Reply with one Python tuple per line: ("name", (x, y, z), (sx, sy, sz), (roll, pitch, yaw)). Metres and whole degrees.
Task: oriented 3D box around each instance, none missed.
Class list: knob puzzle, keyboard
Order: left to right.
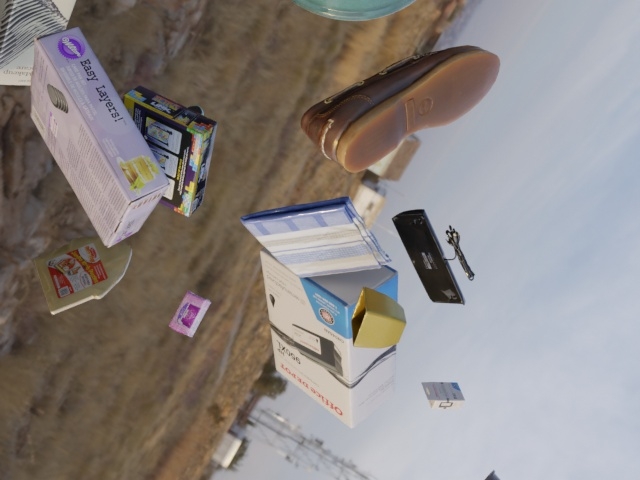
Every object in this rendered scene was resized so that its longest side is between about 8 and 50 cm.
("knob puzzle", (-0.489, 0.062, 1.437), (0.030, 0.213, 0.213), (83, 29, -45))
("keyboard", (0.330, 0.048, 1.871), (0.201, 0.317, 0.033), (-1, -144, 47))

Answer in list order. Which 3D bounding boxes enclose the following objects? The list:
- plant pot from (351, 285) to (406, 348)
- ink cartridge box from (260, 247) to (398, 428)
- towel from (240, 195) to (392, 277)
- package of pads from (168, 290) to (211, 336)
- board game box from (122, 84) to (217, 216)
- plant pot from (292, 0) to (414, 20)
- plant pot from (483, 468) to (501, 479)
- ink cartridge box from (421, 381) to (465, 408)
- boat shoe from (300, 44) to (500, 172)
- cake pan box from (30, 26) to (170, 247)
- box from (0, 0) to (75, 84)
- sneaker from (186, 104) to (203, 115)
("plant pot", (0.106, 0.144, 1.212), (0.082, 0.083, 0.081), (-90, -165, -61))
("ink cartridge box", (0.024, 0.198, 1.588), (0.166, 0.285, 0.395), (-32, 135, -32))
("towel", (0.000, 0.000, 1.275), (0.285, 0.209, 0.034), (49, 36, -59))
("package of pads", (-0.260, 0.147, 1.357), (0.083, 0.050, 0.032), (-63, 161, -13))
("board game box", (-0.246, -0.138, 1.074), (0.048, 0.141, 0.170), (-55, 170, -48))
("plant pot", (0.060, -0.592, 1.083), (0.341, 0.341, 0.334), (-59, 173, -12))
("plant pot", (0.353, 0.572, 1.340), (0.167, 0.165, 0.167), (-41, 157, -22))
("ink cartridge box", (0.242, 0.312, 1.369), (0.048, 0.083, 0.028), (-107, -152, -50))
("boat shoe", (0.077, -0.137, 0.632), (0.206, 0.073, 0.073), (-28, 140, -27))
("cake pan box", (-0.328, -0.132, 0.979), (0.070, 0.246, 0.267), (-28, 178, -28))
("box", (-0.541, -0.410, 1.259), (0.113, 0.094, 0.275), (-10, 157, -38))
("sneaker", (-0.267, -0.218, 1.278), (0.069, 0.098, 0.038), (113, -34, -69))
